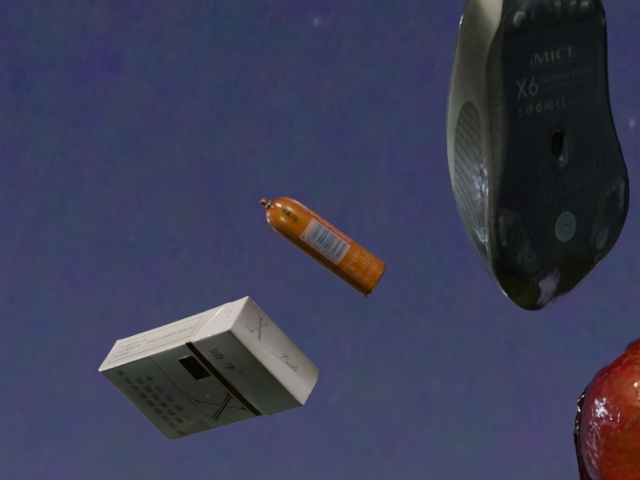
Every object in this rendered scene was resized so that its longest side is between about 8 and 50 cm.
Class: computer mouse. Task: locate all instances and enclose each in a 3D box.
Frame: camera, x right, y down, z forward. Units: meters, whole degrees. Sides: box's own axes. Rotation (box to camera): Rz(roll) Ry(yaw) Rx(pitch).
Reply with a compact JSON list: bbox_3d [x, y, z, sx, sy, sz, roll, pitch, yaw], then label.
[{"bbox_3d":[0.166,-0.129,1.531,0.090,0.167,0.379,13,-71,48],"label":"computer mouse"}]

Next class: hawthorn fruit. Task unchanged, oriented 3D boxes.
[{"bbox_3d":[0.308,0.158,1.390,0.251,0.189,0.189,27,-33,36],"label":"hawthorn fruit"}]

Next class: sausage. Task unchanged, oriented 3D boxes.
[{"bbox_3d":[0.000,0.000,1.394,0.107,0.031,0.031,37,-50,-8],"label":"sausage"}]

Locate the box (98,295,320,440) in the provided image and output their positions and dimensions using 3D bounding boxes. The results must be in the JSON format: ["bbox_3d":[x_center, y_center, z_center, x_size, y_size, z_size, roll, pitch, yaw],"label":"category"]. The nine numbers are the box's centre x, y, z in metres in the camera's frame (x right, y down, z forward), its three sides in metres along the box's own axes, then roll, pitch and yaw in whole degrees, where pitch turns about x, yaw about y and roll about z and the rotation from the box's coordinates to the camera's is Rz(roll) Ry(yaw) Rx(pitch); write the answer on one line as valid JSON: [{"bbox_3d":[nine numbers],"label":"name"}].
[{"bbox_3d":[-0.081,0.095,1.367,0.154,0.040,0.084,-19,-61,45],"label":"box"}]
